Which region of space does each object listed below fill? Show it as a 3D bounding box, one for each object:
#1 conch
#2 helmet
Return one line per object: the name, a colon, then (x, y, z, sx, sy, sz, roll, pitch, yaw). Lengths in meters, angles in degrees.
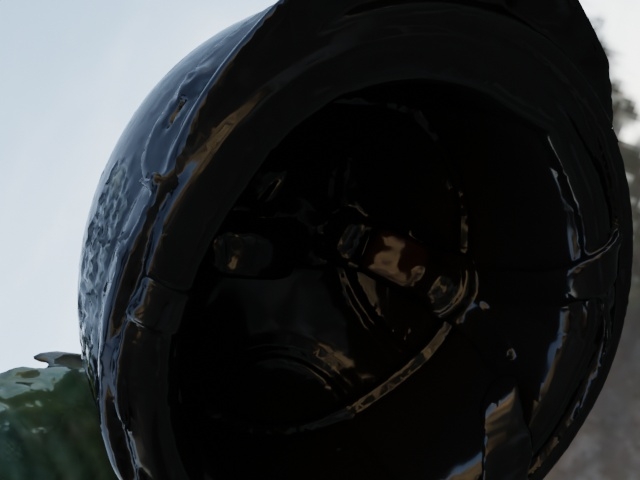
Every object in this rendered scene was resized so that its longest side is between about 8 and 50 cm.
conch: (-0.246, 0.141, 0.970, 0.277, 0.195, 0.220, -35, -12, 3)
helmet: (0.000, 0.000, 0.699, 0.231, 0.160, 0.278, -3, -70, -26)
